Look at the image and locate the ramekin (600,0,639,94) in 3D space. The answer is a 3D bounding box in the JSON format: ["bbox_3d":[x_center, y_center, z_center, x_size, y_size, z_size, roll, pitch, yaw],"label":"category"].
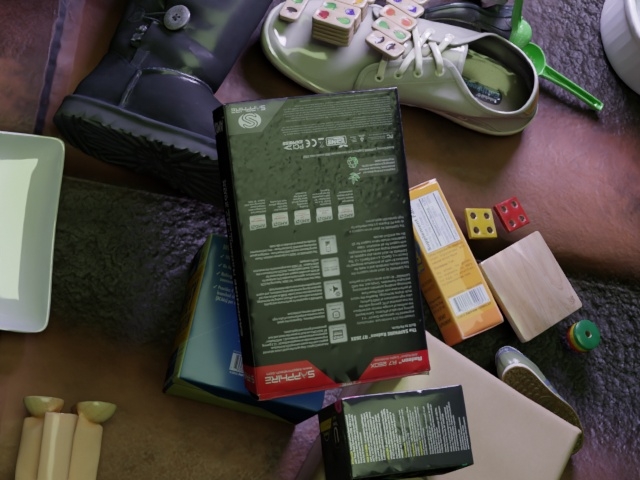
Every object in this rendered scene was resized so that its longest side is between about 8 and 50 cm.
[{"bbox_3d":[0.590,-0.349,2.133,0.277,0.135,0.277,4,75,-15],"label":"ramekin"}]

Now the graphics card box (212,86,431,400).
[{"bbox_3d":[0.000,0.000,1.673,0.232,0.094,0.371,-8,93,-13],"label":"graphics card box"}]

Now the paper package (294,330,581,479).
[{"bbox_3d":[0.144,0.325,1.796,0.309,0.168,0.325,32,68,-6],"label":"paper package"}]

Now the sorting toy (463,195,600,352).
[{"bbox_3d":[0.299,0.065,1.967,0.132,0.046,0.275,-27,85,-35],"label":"sorting toy"}]

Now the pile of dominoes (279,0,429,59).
[{"bbox_3d":[0.066,-0.383,1.968,0.195,0.040,0.251,18,52,11],"label":"pile of dominoes"}]

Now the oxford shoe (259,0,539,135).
[{"bbox_3d":[0.133,-0.274,1.982,0.449,0.130,0.169,16,74,-10],"label":"oxford shoe"}]

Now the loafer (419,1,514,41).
[{"bbox_3d":[0.234,-0.338,2.066,0.170,0.062,0.061,-1,89,-15],"label":"loafer"}]

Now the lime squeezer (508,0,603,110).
[{"bbox_3d":[0.329,-0.296,2.036,0.059,0.110,0.310,-51,135,-10],"label":"lime squeezer"}]

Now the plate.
[{"bbox_3d":[-0.494,-0.019,1.768,0.277,0.045,0.278,7,73,-16],"label":"plate"}]

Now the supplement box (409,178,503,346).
[{"bbox_3d":[0.178,0.033,1.936,0.080,0.078,0.234,-20,81,-17],"label":"supplement box"}]

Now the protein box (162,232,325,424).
[{"bbox_3d":[-0.089,0.124,1.798,0.199,0.136,0.201,15,71,-12],"label":"protein box"}]

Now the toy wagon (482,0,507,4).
[{"bbox_3d":[0.281,-0.545,2.025,0.068,0.267,0.345,5,73,-16],"label":"toy wagon"}]

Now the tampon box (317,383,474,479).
[{"bbox_3d":[0.091,0.245,1.647,0.161,0.120,0.102,-4,76,-17],"label":"tampon box"}]

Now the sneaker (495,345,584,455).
[{"bbox_3d":[0.317,0.226,1.927,0.064,0.086,0.192,-36,117,9],"label":"sneaker"}]

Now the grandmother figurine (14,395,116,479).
[{"bbox_3d":[-0.349,0.374,1.675,0.207,0.104,0.343,4,71,-6],"label":"grandmother figurine"}]

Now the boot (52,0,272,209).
[{"bbox_3d":[-0.116,-0.283,1.860,0.367,0.146,0.445,23,67,12],"label":"boot"}]
